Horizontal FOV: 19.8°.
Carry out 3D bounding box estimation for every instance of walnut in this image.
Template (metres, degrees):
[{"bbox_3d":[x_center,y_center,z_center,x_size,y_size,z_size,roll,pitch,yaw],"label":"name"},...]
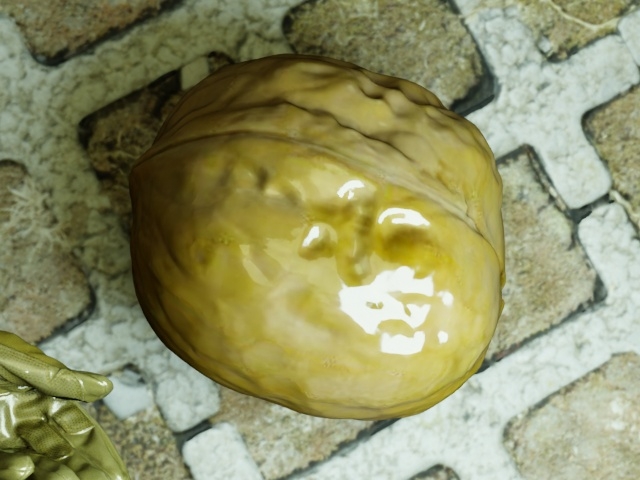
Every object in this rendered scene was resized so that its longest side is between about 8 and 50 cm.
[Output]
[{"bbox_3d":[0.000,0.000,1.807,0.398,0.308,0.354,23,48,-9],"label":"walnut"}]

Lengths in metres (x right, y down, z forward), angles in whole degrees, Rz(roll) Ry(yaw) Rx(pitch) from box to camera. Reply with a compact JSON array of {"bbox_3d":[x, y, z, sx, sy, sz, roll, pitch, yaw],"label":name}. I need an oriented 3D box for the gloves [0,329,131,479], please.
[{"bbox_3d":[-0.331,0.162,1.810,0.331,0.141,0.154,34,54,3],"label":"gloves"}]
